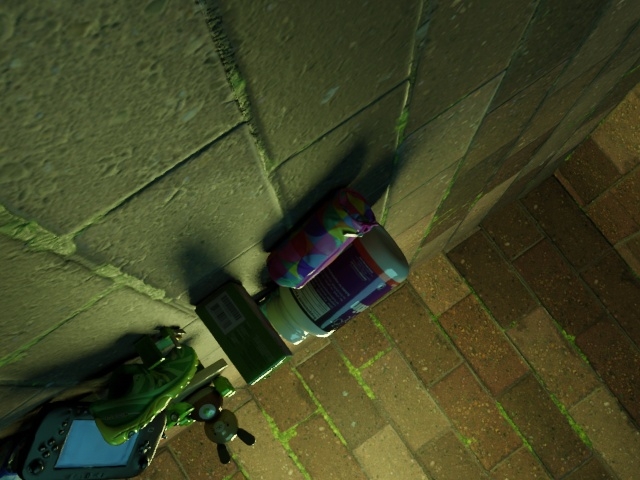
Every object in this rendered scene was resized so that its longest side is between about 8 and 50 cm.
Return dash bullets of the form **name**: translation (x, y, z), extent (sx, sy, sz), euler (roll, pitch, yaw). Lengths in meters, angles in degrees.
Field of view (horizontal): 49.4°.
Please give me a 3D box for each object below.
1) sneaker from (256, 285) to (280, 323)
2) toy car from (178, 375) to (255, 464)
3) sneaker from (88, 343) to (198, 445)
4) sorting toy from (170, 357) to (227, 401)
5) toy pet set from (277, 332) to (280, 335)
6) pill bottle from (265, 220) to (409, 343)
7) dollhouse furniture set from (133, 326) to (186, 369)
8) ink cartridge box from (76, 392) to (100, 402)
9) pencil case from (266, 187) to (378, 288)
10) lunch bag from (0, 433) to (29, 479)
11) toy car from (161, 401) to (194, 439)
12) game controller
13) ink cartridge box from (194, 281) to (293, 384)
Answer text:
- **sneaker**: translation (-0.125, 0.164, 1.748), extent (0.224, 0.083, 0.098), euler (-29, -170, -20)
- **toy car**: translation (-0.259, 0.465, 1.769), extent (0.155, 0.188, 0.149), euler (-35, 169, -8)
- **sneaker**: translation (-0.352, 0.285, 1.418), extent (0.109, 0.123, 0.295), euler (-35, -174, 31)
- **sorting toy**: translation (-0.388, 0.378, 1.752), extent (0.257, 0.089, 0.255), euler (-28, 166, -32)
- **toy pet set**: translation (-0.181, 0.245, 1.867), extent (0.122, 0.065, 0.114), euler (16, 133, -41)
- **pill bottle**: translation (0.033, 0.100, 1.610), extent (0.323, 0.181, 0.181), euler (-39, 168, 16)
- **dollhouse furniture set**: translation (-0.313, 0.218, 1.392), extent (0.076, 0.058, 0.152), euler (-36, 169, 3)
- **ink cartridge box**: translation (-0.529, 0.398, 1.483), extent (0.109, 0.063, 0.150), euler (-25, 165, -43)
- **pencil case**: translation (0.000, 0.000, 1.323), extent (0.236, 0.104, 0.104), euler (-42, 167, 31)
- **lunch bag**: translation (-0.618, 0.455, 1.373), extent (0.129, 0.096, 0.151), euler (-38, 178, 13)
- **toy car**: translation (-0.389, 0.436, 1.622), extent (0.225, 0.053, 0.239), euler (-39, 168, 15)
- **game controller**: translation (-0.451, 0.405, 1.408), extent (0.319, 0.067, 0.166), euler (22, 98, -53)
- **ink cartridge box**: translation (-0.146, 0.196, 1.467), extent (0.097, 0.188, 0.255), euler (-37, 170, 0)
